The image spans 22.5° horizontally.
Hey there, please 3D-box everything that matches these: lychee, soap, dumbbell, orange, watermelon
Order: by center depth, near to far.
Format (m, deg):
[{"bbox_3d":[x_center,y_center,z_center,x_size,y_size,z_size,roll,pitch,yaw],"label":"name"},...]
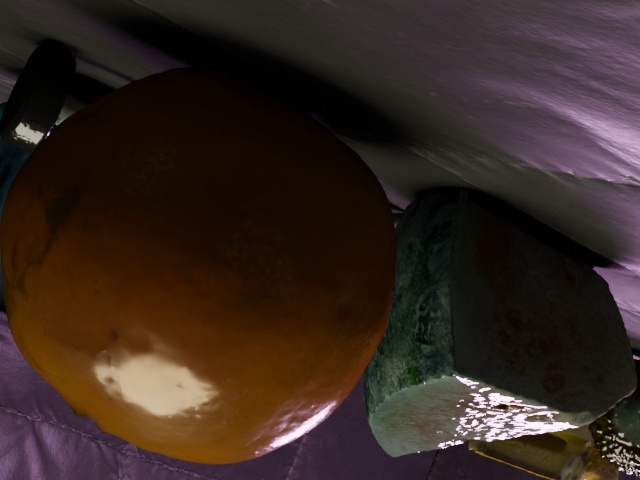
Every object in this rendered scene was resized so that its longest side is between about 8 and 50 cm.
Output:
[{"bbox_3d":[-0.094,0.017,1.235,0.312,0.312,0.312,21,175,2],"label":"orange"},{"bbox_3d":[-0.190,-0.100,1.477,0.191,0.100,0.100,23,175,-19],"label":"dumbbell"},{"bbox_3d":[0.170,0.092,1.486,0.258,0.228,0.387,12,165,3],"label":"watermelon"},{"bbox_3d":[0.428,0.228,2.111,0.171,0.171,0.171,21,175,2],"label":"lychee"},{"bbox_3d":[0.383,0.291,2.655,0.091,0.199,0.315,17,176,-29],"label":"soap"}]

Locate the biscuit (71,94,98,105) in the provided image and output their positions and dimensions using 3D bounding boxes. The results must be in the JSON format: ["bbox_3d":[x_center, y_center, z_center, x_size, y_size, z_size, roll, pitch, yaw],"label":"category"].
[{"bbox_3d":[-0.147,-0.090,1.743,0.305,0.038,0.305,23,174,3],"label":"biscuit"}]

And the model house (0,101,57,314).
[{"bbox_3d":[-0.270,-0.015,1.716,0.237,0.215,0.303,25,177,-28],"label":"model house"}]

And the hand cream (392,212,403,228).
[{"bbox_3d":[0.000,0.000,1.722,0.079,0.048,0.255,-12,176,-31],"label":"hand cream"}]
